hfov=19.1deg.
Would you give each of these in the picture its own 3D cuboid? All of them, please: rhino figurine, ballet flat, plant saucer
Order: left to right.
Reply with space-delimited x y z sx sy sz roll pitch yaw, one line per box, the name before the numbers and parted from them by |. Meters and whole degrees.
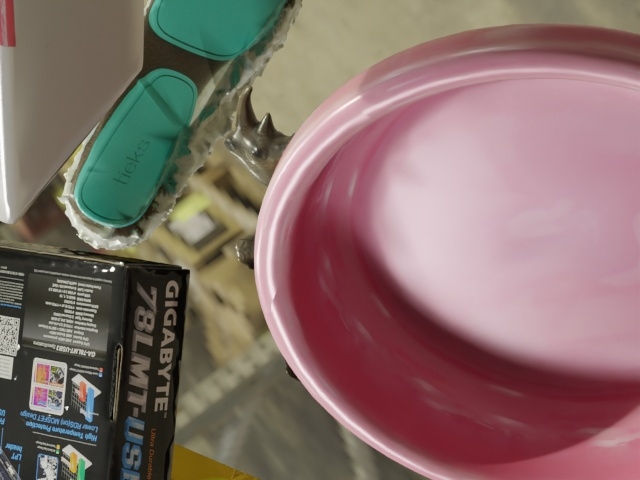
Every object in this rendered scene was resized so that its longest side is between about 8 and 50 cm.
ballet flat | -0.136 -0.166 1.955 0.147 0.409 0.147 31 169 7
rhino figurine | 0.000 0.000 1.345 0.106 0.073 0.243 -14 104 40
plant saucer | 0.133 0.011 1.028 0.332 0.084 0.332 7 131 9

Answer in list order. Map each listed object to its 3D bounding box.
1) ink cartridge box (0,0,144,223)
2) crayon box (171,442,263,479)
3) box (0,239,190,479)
ink cartridge box | -0.220 -0.156 0.763 0.283 0.117 0.207 21 138 14
crayon box | -0.076 0.337 1.413 0.363 0.313 0.106 18 143 34
box | -0.234 0.147 1.364 0.296 0.073 0.293 6 92 38
